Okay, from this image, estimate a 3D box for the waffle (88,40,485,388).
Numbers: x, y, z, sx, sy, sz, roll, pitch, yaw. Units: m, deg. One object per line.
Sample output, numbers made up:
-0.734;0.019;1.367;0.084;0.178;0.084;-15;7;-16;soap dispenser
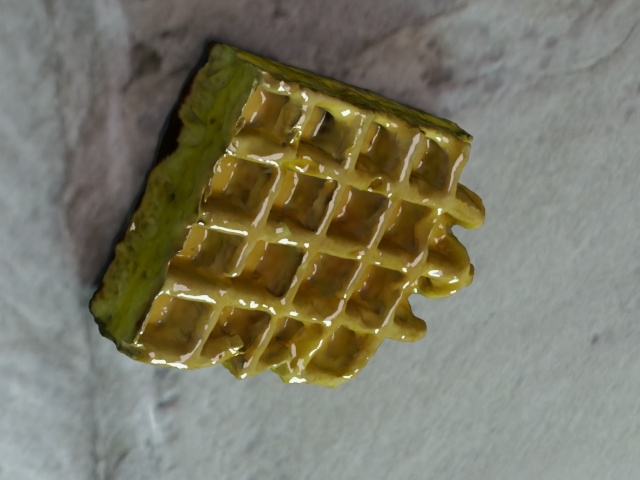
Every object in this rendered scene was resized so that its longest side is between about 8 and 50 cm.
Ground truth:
0.000;0.000;0.893;0.211;0.055;0.160;15;107;-44;waffle
